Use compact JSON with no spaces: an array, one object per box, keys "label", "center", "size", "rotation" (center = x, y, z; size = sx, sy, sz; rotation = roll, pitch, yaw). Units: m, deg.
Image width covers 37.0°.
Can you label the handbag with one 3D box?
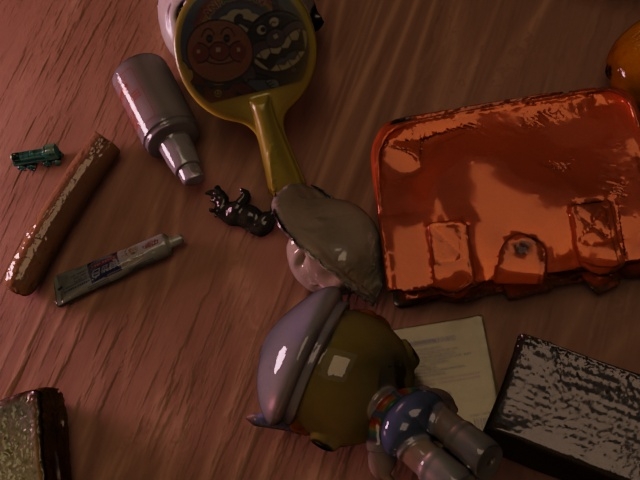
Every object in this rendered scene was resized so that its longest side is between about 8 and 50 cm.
[{"label":"handbag","center":[0.291,-0.061,1.438],"size":[0.410,0.116,0.304],"rotation":[-8,68,7]}]

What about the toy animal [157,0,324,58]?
[{"label":"toy animal","center":[-0.138,-0.384,1.597],"size":[0.266,0.212,0.213],"rotation":[-29,66,-3]}]

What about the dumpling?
[{"label":"dumpling","center":[0.000,0.000,1.441],"size":[0.142,0.172,0.247],"rotation":[-47,49,19]}]

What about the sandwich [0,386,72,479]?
[{"label":"sandwich","center":[-0.508,0.365,1.424],"size":[0.273,0.095,0.249],"rotation":[-14,66,6]}]

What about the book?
[{"label":"book","center":[0.173,0.212,1.404],"size":[0.168,0.013,0.192],"rotation":[-10,67,6]}]

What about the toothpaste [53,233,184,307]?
[{"label":"toothpaste","center":[-0.329,0.040,1.557],"size":[0.233,0.038,0.060],"rotation":[-23,62,4]}]

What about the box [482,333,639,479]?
[{"label":"box","center":[0.364,0.249,1.261],"size":[0.273,0.184,0.143],"rotation":[20,73,14]}]

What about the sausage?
[{"label":"sausage","center":[-0.434,-0.044,1.596],"size":[0.065,0.066,0.301],"rotation":[23,72,18]}]

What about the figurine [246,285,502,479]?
[{"label":"figurine","center":[0.076,0.192,1.280],"size":[0.381,0.205,0.224],"rotation":[15,64,37]}]

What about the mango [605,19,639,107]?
[{"label":"mango","center":[0.588,-0.297,1.480],"size":[0.294,0.120,0.177],"rotation":[-21,58,0]}]

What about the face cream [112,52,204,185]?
[{"label":"face cream","center":[-0.260,-0.193,1.602],"size":[0.101,0.101,0.252],"rotation":[-28,66,-2]}]

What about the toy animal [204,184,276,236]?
[{"label":"toy animal","center":[-0.131,-0.052,1.550],"size":[0.135,0.047,0.065],"rotation":[24,82,13]}]

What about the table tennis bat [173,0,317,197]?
[{"label":"table tennis bat","center":[-0.101,-0.239,1.509],"size":[0.224,0.054,0.369],"rotation":[-14,103,3]}]

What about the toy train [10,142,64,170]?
[{"label":"toy train","center":[-0.492,-0.144,1.655],"size":[0.092,0.045,0.029],"rotation":[-9,65,4]}]
